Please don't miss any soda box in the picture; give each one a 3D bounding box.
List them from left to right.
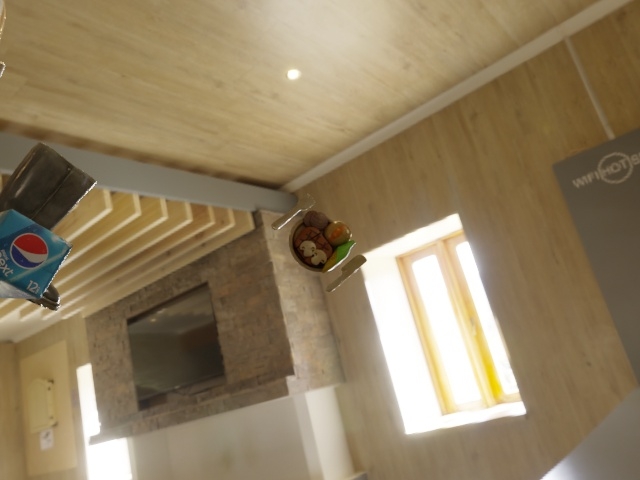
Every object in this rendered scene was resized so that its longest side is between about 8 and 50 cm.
[{"bbox_3d":[-0.366,0.020,0.580,0.210,0.067,0.071,-6,-36,41],"label":"soda box"}]

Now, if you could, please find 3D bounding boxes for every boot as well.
[{"bbox_3d":[-0.427,-0.019,0.811,0.076,0.208,0.189,2,-38,47],"label":"boot"}]

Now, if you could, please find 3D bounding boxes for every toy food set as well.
[{"bbox_3d":[0.000,0.000,1.063,0.132,0.192,0.038,-41,-4,-23],"label":"toy food set"}]

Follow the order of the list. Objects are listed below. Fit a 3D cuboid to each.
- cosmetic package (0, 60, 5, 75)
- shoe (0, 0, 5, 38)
[{"bbox_3d":[-0.470,-0.201,0.684,0.115,0.060,0.041,-52,-10,18],"label":"cosmetic package"},{"bbox_3d":[-0.262,-0.157,0.355,0.077,0.218,0.058,-10,-20,-21],"label":"shoe"}]
